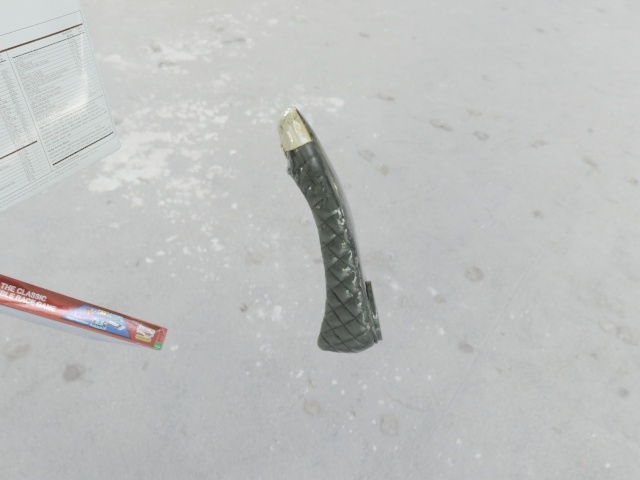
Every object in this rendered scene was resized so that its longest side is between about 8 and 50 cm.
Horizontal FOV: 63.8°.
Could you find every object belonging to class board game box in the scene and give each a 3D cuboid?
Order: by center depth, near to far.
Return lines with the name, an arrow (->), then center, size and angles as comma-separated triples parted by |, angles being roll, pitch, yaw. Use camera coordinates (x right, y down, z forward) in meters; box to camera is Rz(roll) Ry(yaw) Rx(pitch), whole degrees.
board game box -> -0.301, 0.051, 0.480 | 0.145, 0.281, 0.027 | -5, 64, 41

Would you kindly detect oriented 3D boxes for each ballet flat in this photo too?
ballet flat -> 0.000, 0.000, 0.337 | 0.049, 0.173, 0.057 | -15, 15, 6

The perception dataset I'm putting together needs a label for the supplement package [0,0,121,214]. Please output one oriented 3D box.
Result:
supplement package -> -0.293, -0.150, 0.381 | 0.194, 0.203, 0.149 | 19, 42, 22
